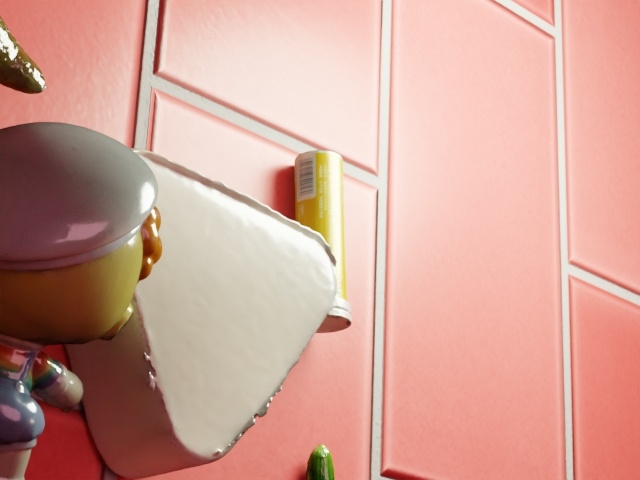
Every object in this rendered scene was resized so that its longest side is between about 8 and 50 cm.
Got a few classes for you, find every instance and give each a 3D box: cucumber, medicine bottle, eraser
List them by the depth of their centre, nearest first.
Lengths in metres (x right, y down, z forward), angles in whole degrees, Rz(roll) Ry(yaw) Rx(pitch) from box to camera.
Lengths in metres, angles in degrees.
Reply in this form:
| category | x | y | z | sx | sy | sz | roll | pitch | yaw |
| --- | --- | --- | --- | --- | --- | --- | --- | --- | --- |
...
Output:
| category | x | y | z | sx | sy | sz | roll | pitch | yaw |
| --- | --- | --- | --- | --- | --- | --- | --- | --- | --- |
| eraser | -0.125 | 0.067 | 1.585 | 0.331 | 0.150 | 0.331 | 16 | 65 | -39 |
| cucumber | 0.004 | 0.316 | 1.710 | 0.037 | 0.037 | 0.155 | 3 | 72 | -46 |
| medicine bottle | 0.000 | 0.000 | 1.793 | 0.074 | 0.074 | 0.218 | 18 | 62 | -41 |

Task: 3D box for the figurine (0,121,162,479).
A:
| category | x | y | z | sx | sy | sz | roll | pitch | yaw |
| --- | --- | --- | --- | --- | --- | --- | --- | --- | --- |
| figurine | -0.262 | 0.080 | 1.342 | 0.224 | 0.205 | 0.382 | 3 | 89 | -5 |

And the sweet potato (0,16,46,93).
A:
| category | x | y | z | sx | sy | sz | roll | pitch | yaw |
| --- | --- | --- | --- | --- | --- | --- | --- | --- | --- |
| sweet potato | -0.403 | -0.219 | 1.433 | 0.310 | 0.098 | 0.124 | 1 | 97 | -48 |
